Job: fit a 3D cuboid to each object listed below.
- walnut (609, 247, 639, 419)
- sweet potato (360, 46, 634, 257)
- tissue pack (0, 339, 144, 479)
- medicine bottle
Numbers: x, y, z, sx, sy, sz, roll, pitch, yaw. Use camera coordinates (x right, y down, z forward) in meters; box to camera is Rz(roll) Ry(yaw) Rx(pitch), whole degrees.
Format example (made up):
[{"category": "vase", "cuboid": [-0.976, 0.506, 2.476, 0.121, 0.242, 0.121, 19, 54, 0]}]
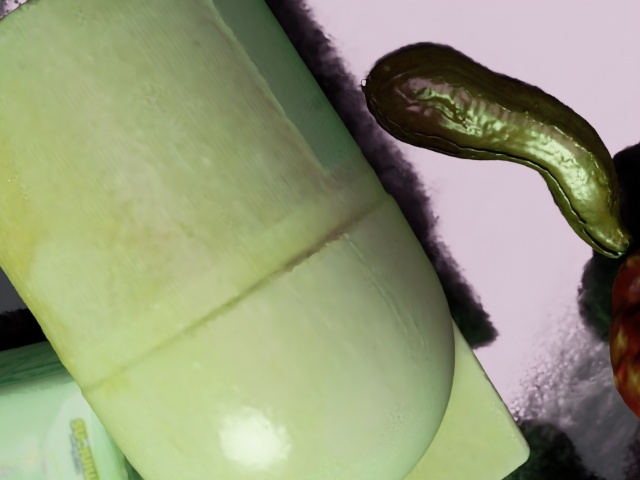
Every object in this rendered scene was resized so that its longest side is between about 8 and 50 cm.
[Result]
[{"category": "walnut", "cuboid": [0.345, 0.049, 0.805, 0.269, 0.243, 0.221, 12, 141, -7]}, {"category": "sweet potato", "cuboid": [0.139, -0.073, 0.853, 0.233, 0.062, 0.081, 29, 118, -6]}, {"category": "tissue pack", "cuboid": [-0.299, 0.246, 0.900, 0.388, 0.162, 0.287, -13, 98, 6]}, {"category": "medicine bottle", "cuboid": [-0.054, 0.032, 0.761, 0.236, 0.236, 0.406, -32, 93, 10]}]
